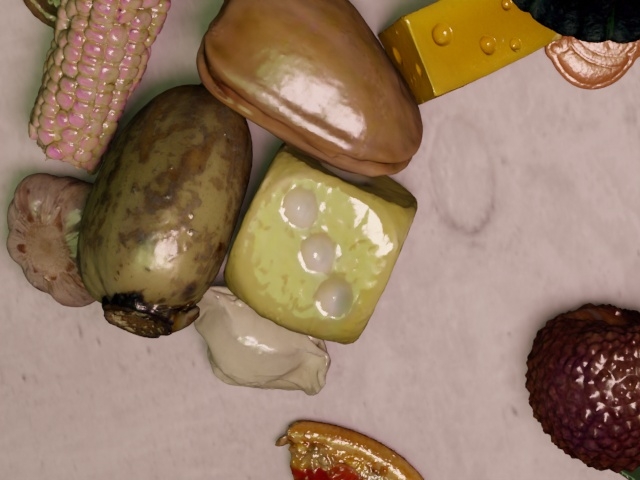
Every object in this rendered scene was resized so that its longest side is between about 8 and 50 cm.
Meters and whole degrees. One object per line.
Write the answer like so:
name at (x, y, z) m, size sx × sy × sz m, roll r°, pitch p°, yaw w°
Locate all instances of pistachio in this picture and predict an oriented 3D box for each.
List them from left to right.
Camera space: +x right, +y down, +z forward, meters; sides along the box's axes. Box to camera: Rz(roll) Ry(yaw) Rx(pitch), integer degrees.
pistachio at (0.000, -0.176, 1.386) m, size 0.260 × 0.213 × 0.163 m, roll 37°, pitch 141°, yaw -6°

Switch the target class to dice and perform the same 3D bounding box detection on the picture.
dice at (0.000, 0.000, 1.433) m, size 0.166 × 0.169 × 0.169 m, roll 24°, pitch 103°, yaw 2°

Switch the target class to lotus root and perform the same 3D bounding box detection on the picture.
lotus root at (-0.159, -0.055, 1.413) m, size 0.173 × 0.173 × 0.309 m, roll 15°, pitch 68°, yaw 3°

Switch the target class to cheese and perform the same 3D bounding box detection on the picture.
cheese at (0.166, -0.222, 1.414) m, size 0.171 × 0.126 × 0.093 m, roll -26°, pitch 93°, yaw -7°

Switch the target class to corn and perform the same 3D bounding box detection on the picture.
corn at (-0.227, -0.233, 1.422) m, size 0.126 × 0.127 × 0.335 m, roll 25°, pitch 111°, yaw 1°

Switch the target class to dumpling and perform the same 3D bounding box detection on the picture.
dumpling at (-0.082, 0.123, 1.517) m, size 0.169 × 0.100 × 0.134 m, roll 15°, pitch 141°, yaw -19°

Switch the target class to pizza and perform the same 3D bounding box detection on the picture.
pizza at (0.015, 0.319, 1.555) m, size 0.188 × 0.062 × 0.199 m, roll 22°, pitch 104°, yaw 3°

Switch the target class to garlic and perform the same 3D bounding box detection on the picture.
garlic at (-0.282, -0.002, 1.501) m, size 0.159 × 0.102 × 0.147 m, roll 44°, pitch 117°, yaw 8°

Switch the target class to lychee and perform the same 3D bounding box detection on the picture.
lychee at (0.309, 0.163, 1.427) m, size 0.188 × 0.188 × 0.188 m, roll 1°, pitch 102°, yaw 6°

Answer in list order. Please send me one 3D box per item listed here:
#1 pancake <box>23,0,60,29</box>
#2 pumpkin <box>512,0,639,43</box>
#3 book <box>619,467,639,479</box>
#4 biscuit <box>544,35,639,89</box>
pancake at (-0.249, -0.315, 1.470) m, size 0.199 × 0.021 × 0.199 m, roll 1°, pitch 103°, yaw 5°
pumpkin at (0.288, -0.322, 1.296) m, size 0.248 × 0.248 × 0.248 m, roll 1°, pitch 102°, yaw 6°
book at (0.543, 0.249, 1.494) m, size 0.371 × 0.043 × 0.260 m, roll 34°, pitch 105°, yaw 0°
biscuit at (0.305, -0.226, 1.429) m, size 0.102 × 0.019 × 0.130 m, roll 34°, pitch 102°, yaw -3°
